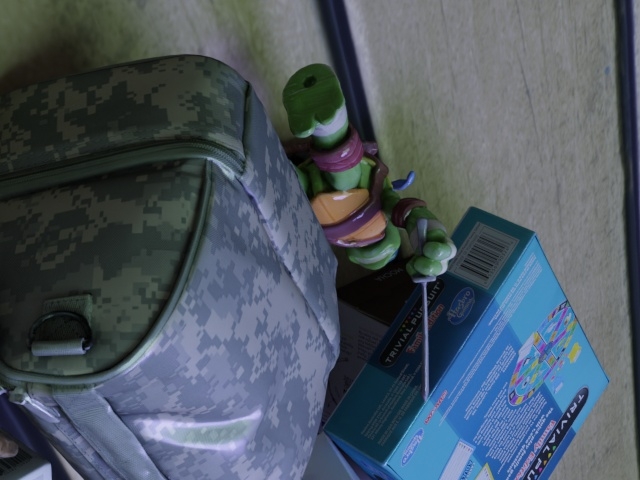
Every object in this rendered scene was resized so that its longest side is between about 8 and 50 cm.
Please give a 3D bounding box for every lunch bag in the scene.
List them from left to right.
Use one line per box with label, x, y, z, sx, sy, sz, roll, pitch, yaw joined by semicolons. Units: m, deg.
lunch bag;-0.114;0.057;0.954;0.305;0.212;0.256;66;18;-50

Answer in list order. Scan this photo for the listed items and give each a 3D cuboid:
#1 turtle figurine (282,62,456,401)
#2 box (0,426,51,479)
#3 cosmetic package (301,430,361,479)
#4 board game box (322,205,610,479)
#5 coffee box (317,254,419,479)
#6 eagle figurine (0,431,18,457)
turtle figurine;0.000;0.000;1.160;0.275;0.197;0.266;-57;141;-18
box;-0.275;0.248;1.038;0.114;0.103;0.203;-27;132;-42
cosmetic package;-0.027;0.384;1.350;0.284;0.097;0.377;-32;136;-1
board game box;0.157;0.160;1.363;0.254;0.079;0.336;-55;145;-13
coffee box;0.086;0.181;1.460;0.168;0.118;0.297;-22;128;-43
eagle figurine;-0.363;0.115;0.751;0.225;0.298;0.226;-78;145;-63
